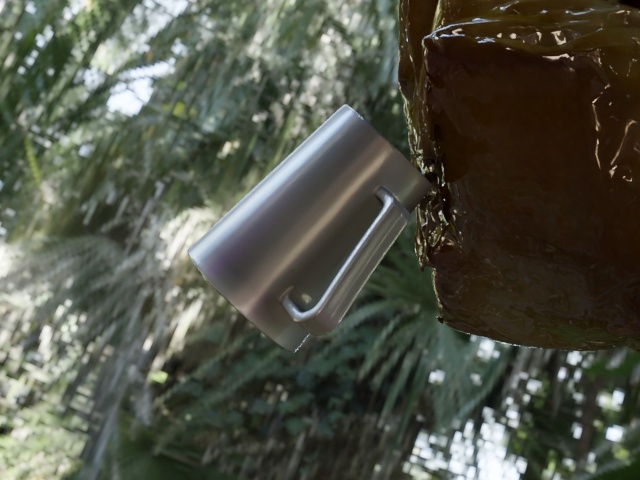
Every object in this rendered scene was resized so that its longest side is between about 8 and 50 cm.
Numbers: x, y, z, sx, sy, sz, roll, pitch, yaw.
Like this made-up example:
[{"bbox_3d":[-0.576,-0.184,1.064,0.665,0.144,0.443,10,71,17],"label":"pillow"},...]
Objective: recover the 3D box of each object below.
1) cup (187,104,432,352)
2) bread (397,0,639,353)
[{"bbox_3d":[0.000,0.000,0.637,0.074,0.116,0.104,43,3,-30],"label":"cup"},{"bbox_3d":[0.173,-0.032,0.676,0.325,0.167,0.277,18,-35,23],"label":"bread"}]
